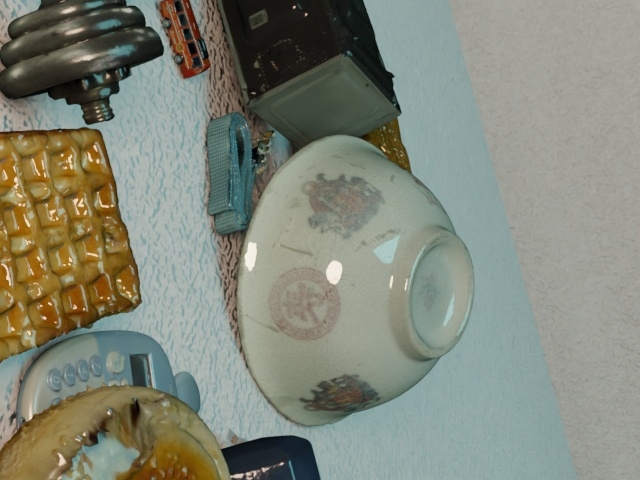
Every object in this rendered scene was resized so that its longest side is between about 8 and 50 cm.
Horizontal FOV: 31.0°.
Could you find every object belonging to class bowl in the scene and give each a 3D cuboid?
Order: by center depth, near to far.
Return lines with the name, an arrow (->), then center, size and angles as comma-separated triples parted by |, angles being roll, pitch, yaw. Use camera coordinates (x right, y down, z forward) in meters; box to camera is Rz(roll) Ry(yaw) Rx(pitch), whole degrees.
bowl -> 0.094, 0.068, 1.658 | 0.435, 0.196, 0.434 | -11, 104, -50

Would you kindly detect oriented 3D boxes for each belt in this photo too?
belt -> -0.115, -0.088, 1.611 | 0.100, 0.065, 0.179 | 31, 52, -49

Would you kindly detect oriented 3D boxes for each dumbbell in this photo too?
dumbbell -> -0.286, -0.316, 1.181 | 0.179, 0.179, 0.406 | -33, 108, -65
dumbbell -> -0.048, 0.388, 1.303 | 0.144, 0.160, 0.324 | 168, -93, -79

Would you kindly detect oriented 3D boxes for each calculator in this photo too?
calculator -> -0.220, 0.191, 1.248 | 0.303, 0.042, 0.188 | 10, 68, -65

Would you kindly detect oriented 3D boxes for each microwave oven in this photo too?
microwave oven -> -0.019, -0.312, 1.712 | 0.237, 0.181, 0.295 | 37, 32, -58

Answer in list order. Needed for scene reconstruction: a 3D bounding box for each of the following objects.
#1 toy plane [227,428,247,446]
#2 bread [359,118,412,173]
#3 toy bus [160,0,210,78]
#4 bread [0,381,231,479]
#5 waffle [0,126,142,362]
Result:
toy plane -> -0.112, 0.329, 1.416 | 0.078, 0.053, 0.197 | 49, 39, -33
bread -> 0.047, -0.225, 1.937 | 0.185, 0.109, 0.380 | 32, 36, -45
toy bus -> -0.183, -0.278, 1.567 | 0.031, 0.043, 0.110 | -45, 119, -64
bread -> -0.204, 0.273, 1.059 | 0.305, 0.159, 0.305 | -15, 108, -55
waffle -> -0.298, 0.004, 1.106 | 0.308, 0.091, 0.212 | -20, 98, -66
